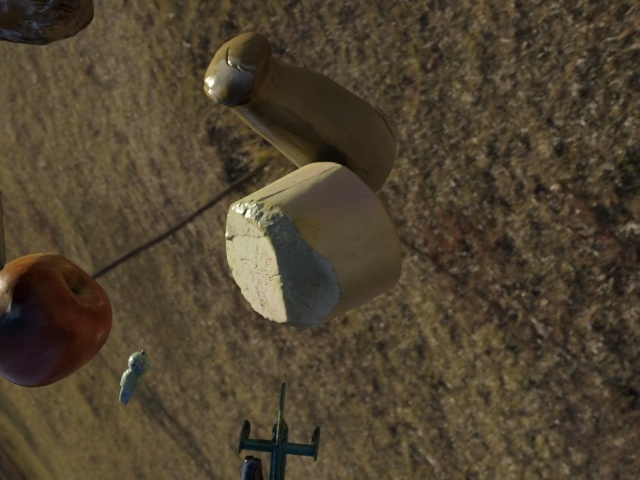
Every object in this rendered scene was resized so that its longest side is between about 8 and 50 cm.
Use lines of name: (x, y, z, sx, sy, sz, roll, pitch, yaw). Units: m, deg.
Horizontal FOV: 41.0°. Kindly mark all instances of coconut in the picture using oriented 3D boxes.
coconut: (0.000, 0.000, 1.294, 0.239, 0.244, 0.239, 38, 142, 39)

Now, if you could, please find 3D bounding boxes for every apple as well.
apple: (-0.387, 0.111, 1.167, 0.199, 0.199, 0.199, 34, 143, 30)

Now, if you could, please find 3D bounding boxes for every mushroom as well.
mushroom: (-0.008, -0.184, 1.351, 0.154, 0.138, 0.407, -22, 147, 28)

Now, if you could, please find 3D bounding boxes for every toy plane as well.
toy plane: (-0.054, 0.336, 1.039, 0.106, 0.155, 0.382, 6, 111, 0)

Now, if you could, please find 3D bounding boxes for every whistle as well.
whistle: (-0.292, 0.213, 1.342, 0.035, 0.035, 0.100, 36, 111, 28)

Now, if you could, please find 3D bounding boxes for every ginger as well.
ginger: (-0.290, -0.204, 0.619, 0.290, 0.084, 0.122, 30, 177, 21)

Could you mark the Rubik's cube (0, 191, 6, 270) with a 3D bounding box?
Rubik's cube: (-0.586, -0.125, 0.921, 0.346, 0.344, 0.347, 58, -161, -64)
